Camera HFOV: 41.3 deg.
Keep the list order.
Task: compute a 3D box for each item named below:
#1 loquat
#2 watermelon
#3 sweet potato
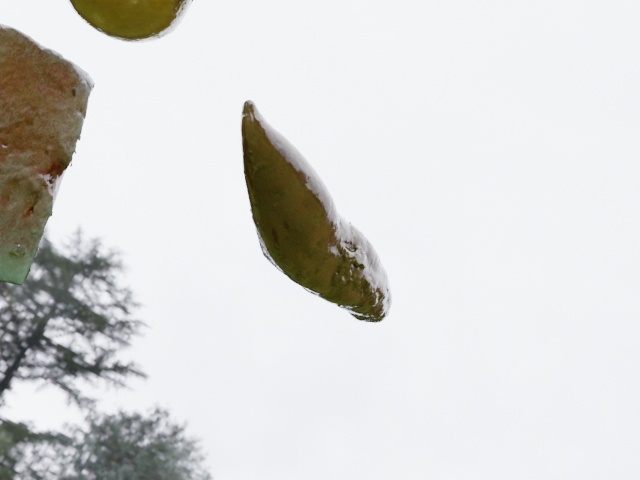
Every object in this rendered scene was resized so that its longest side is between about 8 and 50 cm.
[{"bbox_3d":[-0.298,-0.451,1.363,0.263,0.263,0.263,17,-33,12],"label":"loquat"},{"bbox_3d":[-0.329,-0.108,0.877,0.201,0.262,0.213,-32,-46,31],"label":"watermelon"},{"bbox_3d":[-0.003,0.009,0.903,0.095,0.106,0.354,-13,-41,22],"label":"sweet potato"}]
